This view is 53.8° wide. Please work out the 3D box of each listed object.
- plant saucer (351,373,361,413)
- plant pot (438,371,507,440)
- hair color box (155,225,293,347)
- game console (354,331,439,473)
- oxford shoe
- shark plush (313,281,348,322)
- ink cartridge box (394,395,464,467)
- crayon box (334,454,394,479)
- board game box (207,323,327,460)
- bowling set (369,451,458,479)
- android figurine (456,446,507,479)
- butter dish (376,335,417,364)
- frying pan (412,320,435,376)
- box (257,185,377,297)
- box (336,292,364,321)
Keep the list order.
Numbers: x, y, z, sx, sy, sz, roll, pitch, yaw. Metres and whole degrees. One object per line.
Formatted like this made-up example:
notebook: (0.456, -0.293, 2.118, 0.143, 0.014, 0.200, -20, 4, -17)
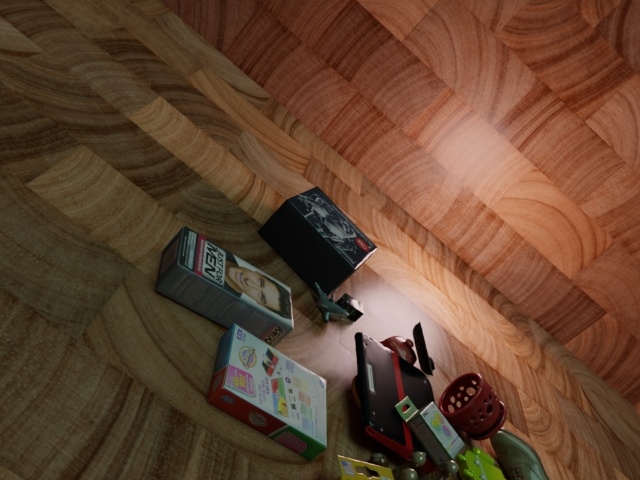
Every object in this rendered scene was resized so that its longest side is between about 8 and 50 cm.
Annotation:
plant saucer: (0.166, 0.494, 1.920, 0.200, 0.037, 0.200, 35, 24, -18)
plant pot: (0.536, 0.585, 2.187, 0.174, 0.191, 0.191, 46, 22, -10)
hair color box: (-0.255, 0.134, 1.741, 0.375, 0.113, 0.185, 33, 25, -25)
game console: (0.234, 0.492, 1.921, 0.342, 0.060, 0.386, 35, 27, -24)
oxford shoe: (0.707, 0.808, 2.177, 0.348, 0.123, 0.130, 50, 29, 17)
shark plush: (0.032, 0.210, 2.142, 0.073, 0.067, 0.161, 16, 36, -48)
ink cartridge box: (0.318, 0.541, 1.838, 0.209, 0.062, 0.109, 53, 27, 14)
crayon box: (0.122, 0.682, 1.471, 0.203, 0.083, 0.322, 27, 29, -34)
board game box: (-0.123, 0.380, 1.602, 0.317, 0.064, 0.242, 36, 24, -18)
bowling set: (0.232, 0.627, 1.654, 0.200, 0.154, 0.287, 46, 23, 5)
android figurine: (0.537, 0.774, 2.019, 0.273, 0.056, 0.248, 37, 19, -19)
butter dish: (0.274, 0.385, 2.180, 0.160, 0.118, 0.160, 7, 42, -56)
frying pan: (0.370, 0.386, 2.266, 0.326, 0.053, 0.197, 37, 41, -80)
box: (0.000, 0.000, 2.306, 0.343, 0.179, 0.312, 45, 24, 4)
box: (0.105, 0.238, 2.235, 0.083, 0.052, 0.062, 34, 24, -21)
